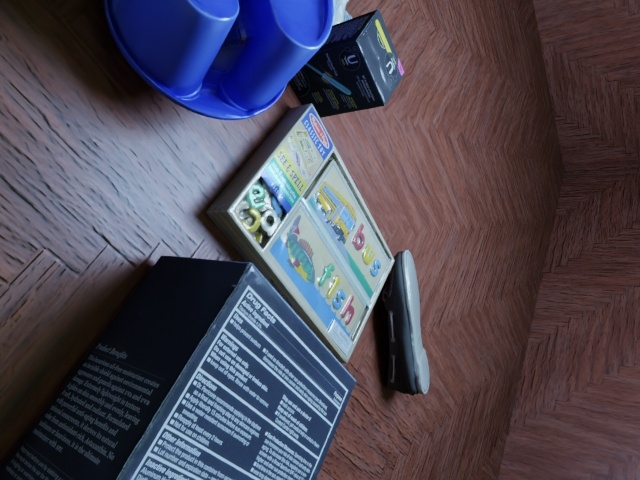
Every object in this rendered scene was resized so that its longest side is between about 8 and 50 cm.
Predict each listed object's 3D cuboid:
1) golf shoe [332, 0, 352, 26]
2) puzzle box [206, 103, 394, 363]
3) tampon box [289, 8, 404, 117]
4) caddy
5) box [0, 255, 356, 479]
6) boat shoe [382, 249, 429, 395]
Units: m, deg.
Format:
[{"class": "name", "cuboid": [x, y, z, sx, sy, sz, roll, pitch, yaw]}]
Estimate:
[{"class": "golf shoe", "cuboid": [0.016, -0.452, 0.829, 0.086, 0.069, 0.176, -1, 90, -46]}, {"class": "puzzle box", "cuboid": [0.000, 0.000, 0.828, 0.408, 0.052, 0.272, 56, 49, -35]}, {"class": "tampon box", "cuboid": [0.039, -0.297, 0.782, 0.120, 0.161, 0.101, 55, 50, -37]}, {"class": "caddy", "cuboid": [-0.130, -0.322, 0.556, 0.241, 0.179, 0.341, 1, 76, -37]}, {"class": "box", "cuboid": [-0.136, 0.222, 0.557, 0.296, 0.183, 0.294, 56, 51, -38]}, {"class": "boat shoe", "cuboid": [0.178, 0.191, 1.033, 0.112, 0.096, 0.334, -18, 101, -66]}]
